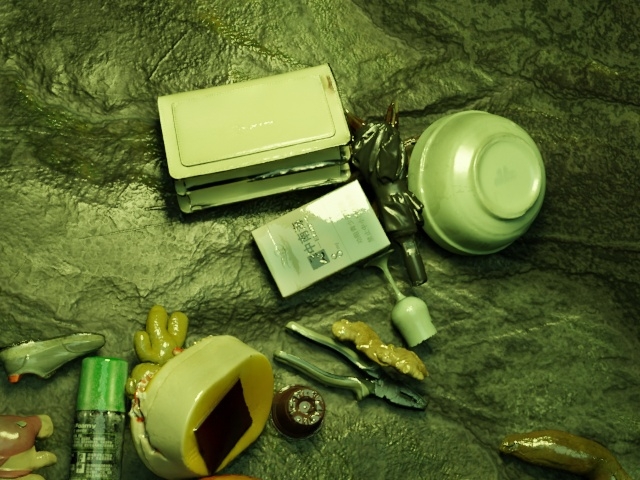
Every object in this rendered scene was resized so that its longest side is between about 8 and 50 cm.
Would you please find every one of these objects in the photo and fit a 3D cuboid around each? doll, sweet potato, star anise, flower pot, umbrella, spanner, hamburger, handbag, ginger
[{"bbox_3d":[-0.544,0.432,1.495,0.152,0.196,0.256,9,63,-49],"label":"doll"},{"bbox_3d":[0.501,0.446,1.745,0.285,0.085,0.112,20,76,-5],"label":"sweet potato"},{"bbox_3d":[0.138,-0.168,1.843,0.288,0.088,0.288,0,82,-2],"label":"star anise"},{"bbox_3d":[-0.036,0.325,1.663,0.111,0.089,0.111,3,74,-11],"label":"flower pot"},{"bbox_3d":[0.149,-0.073,1.742,0.118,0.118,0.340,-15,89,-16],"label":"umbrella"},{"bbox_3d":[0.065,0.265,1.729,0.324,0.040,0.096,25,70,-3],"label":"spanner"},{"bbox_3d":[-0.308,0.228,1.648,0.137,0.097,0.210,35,49,-33],"label":"doll"},{"bbox_3d":[-0.210,0.297,1.561,0.295,0.151,0.227,-32,122,-55],"label":"hamburger"},{"bbox_3d":[-0.131,-0.212,1.734,0.358,0.160,0.237,-12,65,-4],"label":"handbag"},{"bbox_3d":[0.130,0.216,1.713,0.193,0.176,0.053,18,98,-33],"label":"ginger"}]

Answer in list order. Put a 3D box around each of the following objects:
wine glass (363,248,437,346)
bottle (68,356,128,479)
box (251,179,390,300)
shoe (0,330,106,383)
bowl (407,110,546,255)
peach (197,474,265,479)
[{"bbox_3d":[0.165,0.120,1.771,0.079,0.079,0.196,-25,81,-17],"label":"wine glass"},{"bbox_3d":[-0.403,0.379,1.568,0.093,0.093,0.330,4,74,-11],"label":"bottle"},{"bbox_3d":[0.000,0.000,1.752,0.242,0.067,0.155,-25,80,-3],"label":"box"},{"bbox_3d":[-0.495,0.216,1.614,0.194,0.074,0.077,-8,88,-11],"label":"shoe"},{"bbox_3d":[0.343,-0.123,1.795,0.307,0.163,0.307,1,87,-24],"label":"bowl"},{"bbox_3d":[-0.157,0.572,1.461,0.372,0.290,0.373,5,71,-15],"label":"peach"}]
